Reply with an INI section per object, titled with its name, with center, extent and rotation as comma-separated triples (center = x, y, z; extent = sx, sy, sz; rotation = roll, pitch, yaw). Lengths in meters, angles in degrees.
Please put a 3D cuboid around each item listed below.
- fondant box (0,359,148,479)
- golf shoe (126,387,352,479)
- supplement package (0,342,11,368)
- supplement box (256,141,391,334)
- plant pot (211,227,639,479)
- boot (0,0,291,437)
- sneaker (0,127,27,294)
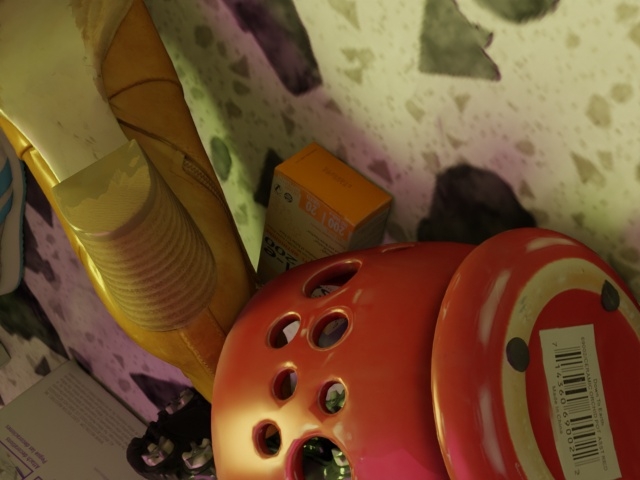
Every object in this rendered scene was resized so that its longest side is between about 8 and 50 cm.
[fondant box]
center = -0.227, 0.272, 1.067
extent = 0.238, 0.330, 0.096
rotation = 38, 141, 19
[golf shoe]
center = -0.025, 0.162, 0.955
extent = 0.273, 0.105, 0.120
rotation = 1, 127, 47
[supplement package]
center = -0.440, 0.119, 1.273
extent = 0.262, 0.204, 0.145
rotation = -19, 106, 52
[supplement box]
center = 0.000, 0.000, 0.844
extent = 0.062, 0.036, 0.098
rotation = 36, 141, 22
[plant pot]
center = 0.070, 0.089, 0.726
extent = 0.174, 0.191, 0.191
rotation = -15, 109, 42
[boot]
center = -0.108, -0.032, 0.850
extent = 0.211, 0.104, 0.295
rotation = 63, -178, -48
[sneaker]
center = -0.280, -0.027, 1.075
extent = 0.087, 0.092, 0.228
rotation = 31, 138, 28
